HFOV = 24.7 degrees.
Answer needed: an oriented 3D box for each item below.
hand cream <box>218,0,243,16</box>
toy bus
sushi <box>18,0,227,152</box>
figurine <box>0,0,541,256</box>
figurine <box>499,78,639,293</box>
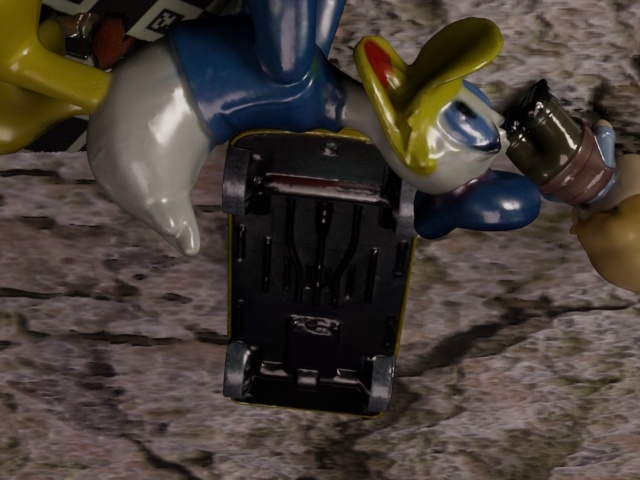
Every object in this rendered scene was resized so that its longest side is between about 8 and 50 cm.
[{"bbox_3d":[0.009,-0.185,0.990,0.075,0.052,0.248,33,128,-31],"label":"hand cream"},{"bbox_3d":[0.000,0.000,1.120,0.145,0.151,0.331,7,139,2],"label":"toy bus"},{"bbox_3d":[-0.214,-0.137,1.004,0.280,0.043,0.192,-2,144,-41],"label":"sushi"},{"bbox_3d":[-0.009,-0.110,0.903,0.338,0.283,0.204,29,174,2],"label":"figurine"},{"bbox_3d":[0.218,-0.041,1.126,0.196,0.108,0.114,38,117,-12],"label":"figurine"}]
